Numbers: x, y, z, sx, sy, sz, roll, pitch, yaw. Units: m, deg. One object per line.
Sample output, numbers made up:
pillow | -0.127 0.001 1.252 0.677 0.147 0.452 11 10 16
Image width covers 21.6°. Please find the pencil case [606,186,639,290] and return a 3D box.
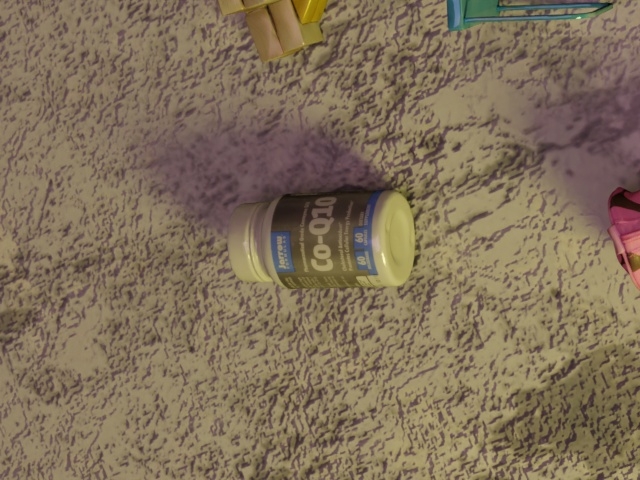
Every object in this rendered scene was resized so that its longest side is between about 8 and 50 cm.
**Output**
pencil case | 0.309 -0.017 1.205 0.209 0.098 0.095 -13 97 25

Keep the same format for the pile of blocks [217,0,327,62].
pile of blocks | 0.017 -0.294 1.256 0.149 0.113 0.362 22 110 17

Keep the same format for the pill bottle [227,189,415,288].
pill bottle | 0.000 0.000 1.348 0.137 0.078 0.078 -2 101 23

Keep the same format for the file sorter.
file sorter | 0.152 -0.242 1.209 0.105 0.118 0.170 2 102 20
